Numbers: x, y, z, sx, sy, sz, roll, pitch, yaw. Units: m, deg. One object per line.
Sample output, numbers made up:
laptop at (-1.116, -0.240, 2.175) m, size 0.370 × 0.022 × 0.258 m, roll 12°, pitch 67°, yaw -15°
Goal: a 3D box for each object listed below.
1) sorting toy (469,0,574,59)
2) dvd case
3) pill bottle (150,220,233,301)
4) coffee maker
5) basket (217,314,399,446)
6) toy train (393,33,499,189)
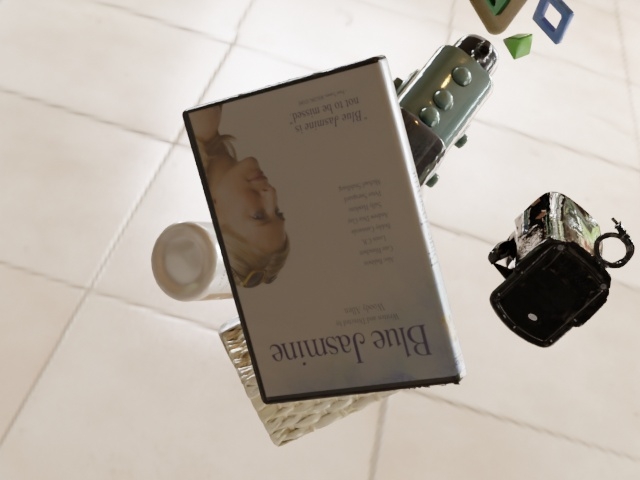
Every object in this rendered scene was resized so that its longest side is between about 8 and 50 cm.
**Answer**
sorting toy at (0.253, -0.429, 1.715) m, size 0.047 × 0.196 × 0.348 m, roll -23°, pitch 77°, yaw -25°
dvd case at (0.000, 0.000, 0.882) m, size 0.180 × 0.253 × 0.022 m, roll -11°, pitch 9°, yaw 28°
pill bottle at (-0.167, 0.034, 1.899) m, size 0.131 × 0.131 × 0.229 m, roll 35°, pitch 16°, yaw 24°
coffee maker at (0.287, 0.021, 1.321) m, size 0.171 × 0.120 × 0.178 m, roll -22°, pitch 17°, yaw 20°
basket at (-0.005, 0.119, 1.153) m, size 0.167 × 0.113 × 0.103 m, roll -24°, pitch 34°, yaw 0°
toy train at (0.128, -0.145, 1.535) m, size 0.142 × 0.190 × 0.334 m, roll 41°, pitch 60°, yaw -2°
